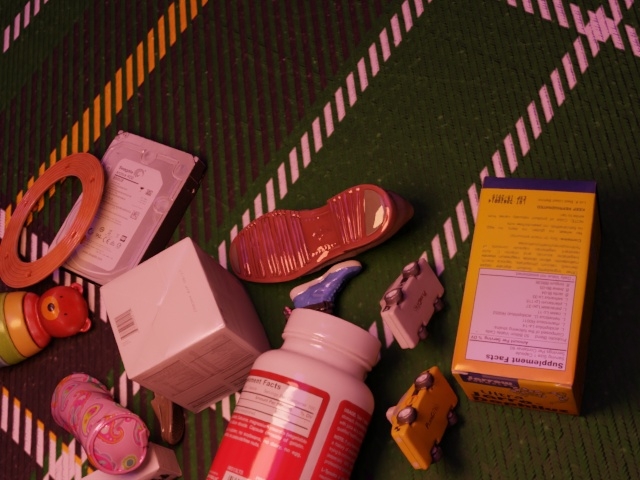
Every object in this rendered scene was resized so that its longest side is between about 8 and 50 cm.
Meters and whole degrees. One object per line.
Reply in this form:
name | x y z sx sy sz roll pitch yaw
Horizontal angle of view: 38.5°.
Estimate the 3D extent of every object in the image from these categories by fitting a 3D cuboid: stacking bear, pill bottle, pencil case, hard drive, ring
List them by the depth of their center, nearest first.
pill bottle | -0.044 0.336 1.577 0.228 0.229 0.408 14 72 25
pencil case | -0.416 0.336 1.714 0.124 0.124 0.284 -57 29 -10
stacking bear | -0.626 0.174 1.907 0.288 0.164 0.176 -16 71 0
hard drive | -0.422 -0.060 1.991 0.236 0.064 0.339 21 75 26
ring | -0.584 -0.043 2.001 0.336 0.032 0.337 -24 48 30

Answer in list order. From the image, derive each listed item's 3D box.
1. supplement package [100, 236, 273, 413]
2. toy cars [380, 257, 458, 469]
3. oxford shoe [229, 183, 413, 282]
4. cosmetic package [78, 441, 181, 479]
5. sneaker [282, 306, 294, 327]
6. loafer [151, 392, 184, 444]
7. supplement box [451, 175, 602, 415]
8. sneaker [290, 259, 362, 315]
supplement package | -0.238 0.166 1.704 0.198 0.263 0.199 -29 60 6
toy cars | 0.156 0.212 1.607 0.087 0.176 0.394 -23 59 35
oxford shoe | 0.000 0.000 1.783 0.396 0.146 0.141 -15 80 32
cosmetic package | -0.390 0.465 1.720 0.239 0.099 0.060 -29 60 6
sneaker | -0.053 0.182 1.760 0.057 0.047 0.119 -37 58 15
loafer | -0.298 0.329 1.776 0.050 0.056 0.148 -18 52 13
supplement box | 0.360 0.093 1.560 0.194 0.195 0.357 5 68 22
sneaker | 0.022 0.104 1.757 0.152 0.058 0.085 -27 63 4
